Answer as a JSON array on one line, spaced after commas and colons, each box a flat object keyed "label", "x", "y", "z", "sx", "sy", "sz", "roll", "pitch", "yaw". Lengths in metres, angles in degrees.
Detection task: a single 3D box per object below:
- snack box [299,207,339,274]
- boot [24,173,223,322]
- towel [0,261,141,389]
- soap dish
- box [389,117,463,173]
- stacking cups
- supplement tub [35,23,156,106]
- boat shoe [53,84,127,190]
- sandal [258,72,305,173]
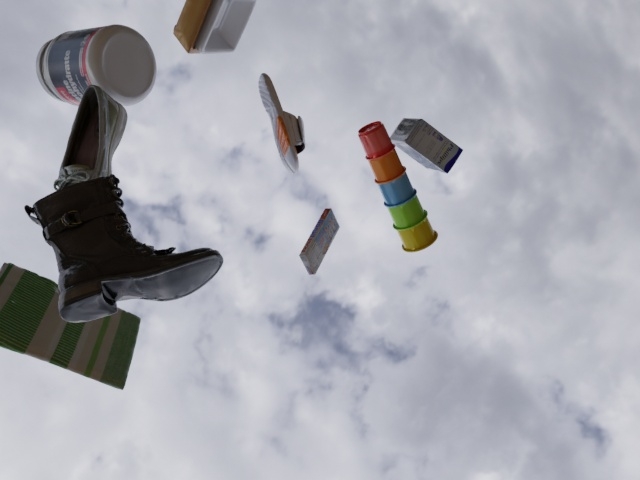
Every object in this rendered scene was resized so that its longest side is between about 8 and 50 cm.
[{"label": "snack box", "x": 0.000, "y": 0.000, "z": 1.538, "sx": 0.022, "sy": 0.064, "sz": 0.178, "roll": -4, "pitch": -141, "yaw": 31}, {"label": "boot", "x": -0.299, "y": -0.012, "z": 0.948, "sx": 0.263, "sy": 0.091, "sz": 0.229, "roll": -14, "pitch": -122, "yaw": -16}, {"label": "towel", "x": -0.551, "y": 0.180, "z": 1.329, "sx": 0.325, "sy": 0.038, "sz": 0.248, "roll": 26, "pitch": -157, "yaw": -19}, {"label": "soap dish", "x": -0.320, "y": -0.692, "z": 1.923, "sx": 0.118, "sy": 0.229, "sz": 0.291, "roll": 31, "pitch": -157, "yaw": 4}, {"label": "box", "x": 0.257, "y": -0.234, "z": 1.539, "sx": 0.137, "sy": 0.126, "sz": 0.072, "roll": 33, "pitch": -87, "yaw": -17}, {"label": "stacking cups", "x": 0.175, "y": -0.122, "z": 1.461, "sx": 0.096, "sy": 0.096, "sz": 0.316, "roll": -47, "pitch": -59, "yaw": -36}, {"label": "supplement tub", "x": -0.563, "y": -0.432, "z": 1.571, "sx": 0.272, "sy": 0.191, "sz": 0.191, "roll": 8, "pitch": -137, "yaw": 37}, {"label": "boat shoe", "x": -0.517, "y": -0.183, "z": 1.376, "sx": 0.118, "sy": 0.103, "sz": 0.320, "roll": 6, "pitch": -109, "yaw": 19}, {"label": "sandal", "x": -0.081, "y": -0.301, "z": 1.578, "sx": 0.076, "sy": 0.102, "sz": 0.265, "roll": -18, "pitch": -90, "yaw": -18}]
